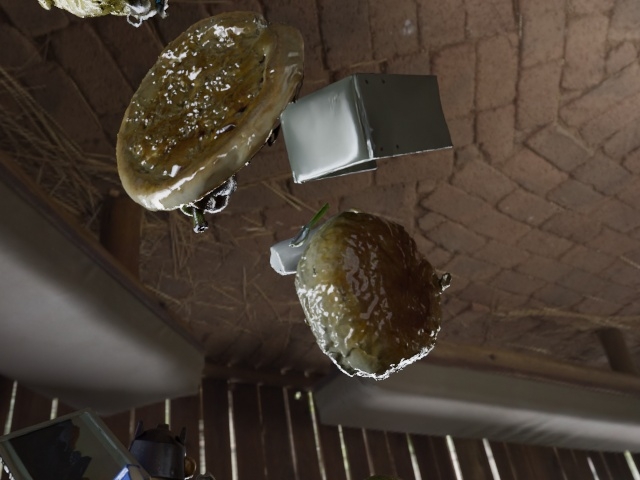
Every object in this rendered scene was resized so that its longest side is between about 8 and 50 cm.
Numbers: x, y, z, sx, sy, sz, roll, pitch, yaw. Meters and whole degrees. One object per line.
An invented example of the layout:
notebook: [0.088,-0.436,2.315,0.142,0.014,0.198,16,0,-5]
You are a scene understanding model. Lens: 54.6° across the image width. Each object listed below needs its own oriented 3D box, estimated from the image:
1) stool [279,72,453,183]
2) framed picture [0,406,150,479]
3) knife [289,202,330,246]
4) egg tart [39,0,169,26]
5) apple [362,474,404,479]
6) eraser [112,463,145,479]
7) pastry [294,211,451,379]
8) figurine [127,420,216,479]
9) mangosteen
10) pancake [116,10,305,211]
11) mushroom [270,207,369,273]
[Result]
stool: [0.094,-0.239,1.326,0.270,0.170,0.244,-14,-177,-42]
framed picture: [-0.458,0.401,1.128,0.192,0.265,0.018,-12,115,-41]
knife: [-0.020,-0.031,1.286,0.022,0.184,0.026,-22,109,37]
egg tart: [-0.321,-0.367,0.773,0.107,0.291,0.290,-52,147,-17]
apple: [0.135,0.585,1.273,0.197,0.196,0.157,-1,149,-13]
eraser: [-0.261,0.345,0.805,0.084,0.063,0.027,-50,137,8]
pastry: [0.098,0.101,1.131,0.330,0.329,0.136,22,144,-37]
figurine: [-0.378,0.553,1.390,0.309,0.308,0.143,22,156,-37]
mangosteen: [-0.266,-0.135,1.349,0.173,0.184,0.172,21,141,18]
pancake: [-0.188,-0.226,1.004,0.382,0.382,0.071,-25,142,20]
mushroom: [0.000,0.000,1.846,0.329,0.159,0.122,-28,107,-4]
